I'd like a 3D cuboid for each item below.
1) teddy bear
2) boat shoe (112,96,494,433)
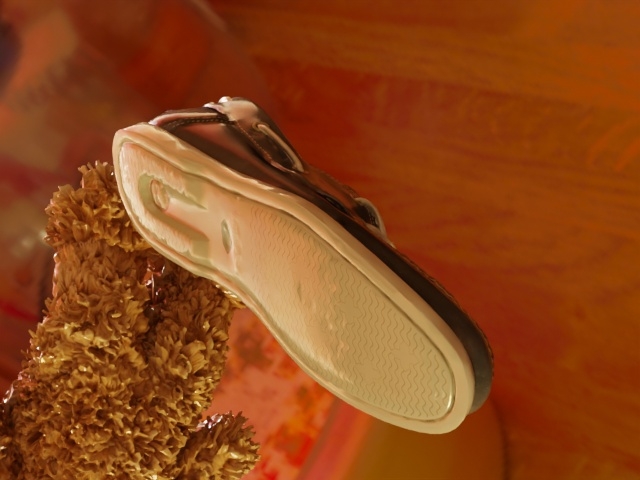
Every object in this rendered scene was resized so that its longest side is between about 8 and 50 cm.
[{"bbox_3d":[-0.142,0.119,1.041,0.113,0.245,0.338,15,63,46],"label":"teddy bear"},{"bbox_3d":[0.000,0.000,0.718,0.079,0.084,0.233,-21,41,-33],"label":"boat shoe"}]
